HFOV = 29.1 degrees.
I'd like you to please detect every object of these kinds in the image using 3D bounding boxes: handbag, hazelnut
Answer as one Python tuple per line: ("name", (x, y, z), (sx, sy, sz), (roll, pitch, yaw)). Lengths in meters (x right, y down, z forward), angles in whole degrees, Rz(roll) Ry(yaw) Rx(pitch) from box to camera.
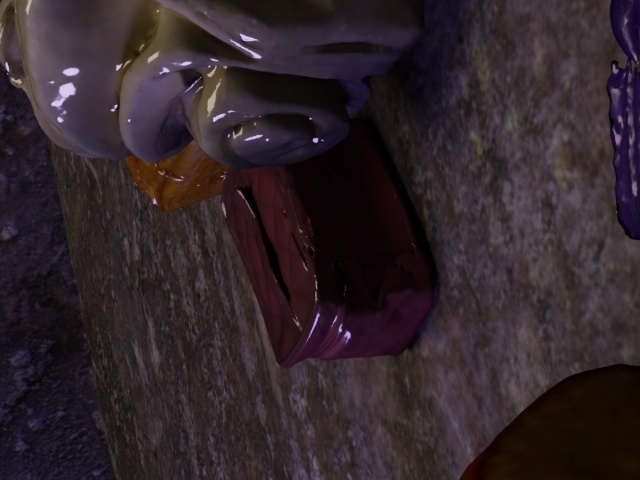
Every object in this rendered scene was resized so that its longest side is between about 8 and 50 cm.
("handbag", (0.000, 0.000, 1.093), (0.146, 0.135, 0.225), (117, 141, -51))
("hazelnut", (0.162, 0.183, 0.690), (0.186, 0.210, 0.210), (1, 101, 38))

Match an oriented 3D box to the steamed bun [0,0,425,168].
("steamed bun", (-0.067, -0.166, 0.951), (0.394, 0.346, 0.237), (-25, 94, 34))

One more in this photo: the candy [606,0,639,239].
("candy", (0.213, -0.072, 0.589), (0.275, 0.070, 0.145), (177, 90, -73))

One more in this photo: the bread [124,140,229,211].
("bread", (-0.112, -0.143, 1.277), (0.294, 0.166, 0.132), (125, 132, -62))
